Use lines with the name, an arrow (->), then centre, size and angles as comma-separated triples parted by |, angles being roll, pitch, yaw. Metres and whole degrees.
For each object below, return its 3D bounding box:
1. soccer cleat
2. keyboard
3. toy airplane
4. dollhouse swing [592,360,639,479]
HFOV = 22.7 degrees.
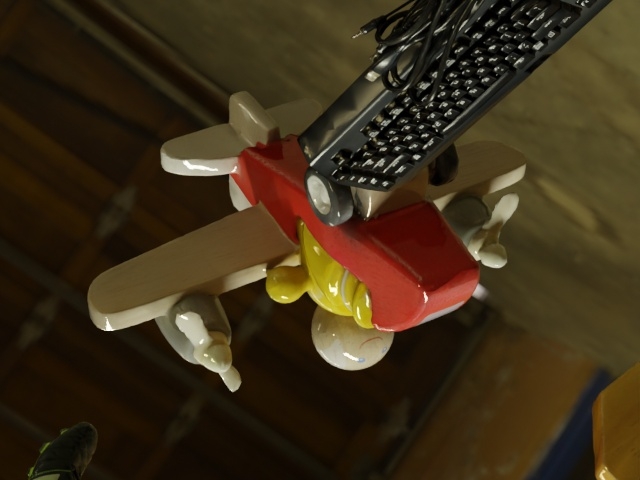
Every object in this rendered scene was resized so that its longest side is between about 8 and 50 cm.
soccer cleat -> -0.253, 0.247, 1.478 | 0.072, 0.179, 0.060 | 21, 147, 27
keyboard -> 0.066, -0.077, 0.657 | 0.100, 0.192, 0.038 | 14, -137, -42
toy airplane -> 0.000, 0.000, 1.613 | 0.386, 0.272, 0.384 | -4, -158, 17
dollhouse swing -> 0.391, 0.183, 1.225 | 0.347, 0.305, 0.315 | 47, 174, 17
